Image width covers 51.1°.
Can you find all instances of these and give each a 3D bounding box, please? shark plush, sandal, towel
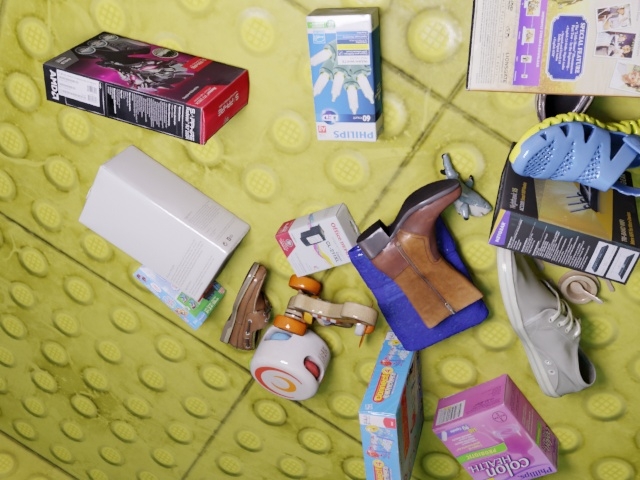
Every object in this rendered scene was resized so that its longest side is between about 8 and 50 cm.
[{"bbox_3d":[0.306,-0.118,1.455,0.067,0.073,0.161,-31,91,7],"label":"shark plush"},{"bbox_3d":[0.496,-0.147,1.211,0.318,0.138,0.126,-4,146,-14],"label":"sandal"},{"bbox_3d":[0.229,0.092,1.557,0.228,0.076,0.308,-26,106,14],"label":"towel"}]

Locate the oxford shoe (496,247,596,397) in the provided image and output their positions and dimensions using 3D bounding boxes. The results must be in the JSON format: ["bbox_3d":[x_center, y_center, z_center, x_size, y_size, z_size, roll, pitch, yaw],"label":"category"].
[{"bbox_3d":[0.498,0.171,1.475,0.130,0.169,0.449,-15,120,30],"label":"oxford shoe"}]

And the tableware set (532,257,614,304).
[{"bbox_3d":[0.543,0.067,1.469,0.128,0.039,0.194,-24,109,30],"label":"tableware set"}]

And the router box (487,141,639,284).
[{"bbox_3d":[0.457,-0.064,1.259,0.243,0.309,0.081,17,125,9],"label":"router box"}]

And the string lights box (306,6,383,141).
[{"bbox_3d":[0.054,-0.340,1.382,0.133,0.076,0.259,4,121,17],"label":"string lights box"}]

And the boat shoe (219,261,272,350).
[{"bbox_3d":[-0.175,0.177,1.766,0.105,0.110,0.307,25,135,0],"label":"boat shoe"}]

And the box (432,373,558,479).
[{"bbox_3d":[0.447,0.496,1.714,0.214,0.117,0.243,-31,106,32],"label":"box"}]

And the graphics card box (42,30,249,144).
[{"bbox_3d":[-0.368,-0.336,1.445,0.371,0.232,0.094,17,128,11],"label":"graphics card box"}]

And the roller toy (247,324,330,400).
[{"bbox_3d":[-0.074,0.316,1.770,0.209,0.146,0.191,26,143,0],"label":"roller toy"}]

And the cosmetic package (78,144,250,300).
[{"bbox_3d":[-0.390,-0.044,1.674,0.366,0.155,0.197,36,124,-3],"label":"cosmetic package"}]

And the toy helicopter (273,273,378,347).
[{"bbox_3d":[0.051,0.181,1.590,0.235,0.140,0.355,24,167,-17],"label":"toy helicopter"}]

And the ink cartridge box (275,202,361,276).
[{"bbox_3d":[0.000,0.000,1.607,0.175,0.072,0.127,-18,112,28],"label":"ink cartridge box"}]

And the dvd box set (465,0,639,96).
[{"bbox_3d":[0.462,-0.389,1.089,0.421,0.062,0.307,3,101,6],"label":"dvd box set"}]

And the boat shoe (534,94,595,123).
[{"bbox_3d":[0.477,-0.351,1.188,0.132,0.130,0.355,13,123,12],"label":"boat shoe"}]

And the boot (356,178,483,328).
[{"bbox_3d":[0.259,0.034,1.442,0.264,0.096,0.280,-39,104,15],"label":"boot"}]

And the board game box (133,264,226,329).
[{"bbox_3d":[-0.364,0.112,1.754,0.211,0.160,0.039,43,123,-8],"label":"board game box"}]

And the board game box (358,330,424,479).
[{"bbox_3d":[0.185,0.437,1.662,0.086,0.302,0.308,3,120,19],"label":"board game box"}]
